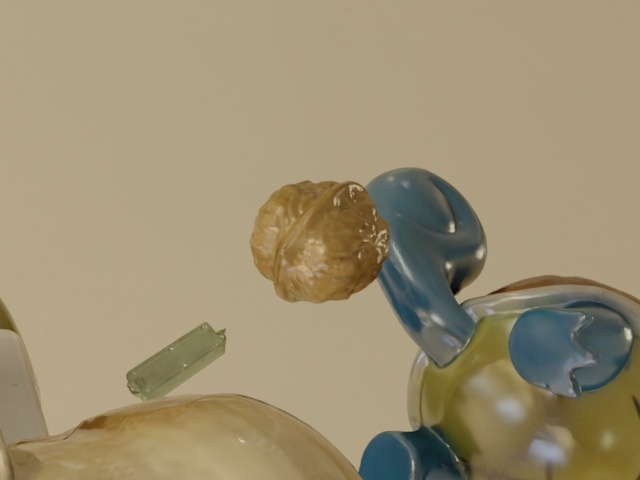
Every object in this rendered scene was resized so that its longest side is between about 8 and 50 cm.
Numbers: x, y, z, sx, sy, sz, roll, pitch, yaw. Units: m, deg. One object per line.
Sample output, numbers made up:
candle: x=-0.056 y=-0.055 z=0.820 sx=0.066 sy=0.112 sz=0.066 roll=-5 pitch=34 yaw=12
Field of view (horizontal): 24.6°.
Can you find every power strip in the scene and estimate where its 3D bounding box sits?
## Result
power strip: x=-0.101 y=0.087 z=1.057 sx=0.083 sy=0.017 sz=0.027 roll=-33 pitch=-118 yaw=-17

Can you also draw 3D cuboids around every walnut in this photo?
walnut: x=0.000 y=0.000 z=0.910 sx=0.079 sy=0.082 sz=0.096 roll=31 pitch=-157 yaw=22

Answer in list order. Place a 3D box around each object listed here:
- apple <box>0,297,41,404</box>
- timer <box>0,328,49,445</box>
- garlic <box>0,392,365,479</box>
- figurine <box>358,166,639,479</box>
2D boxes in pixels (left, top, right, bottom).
apple: x=-0.377 y=0.137 z=1.307 sx=0.279 sy=0.279 sz=0.279 roll=16 pitch=-129 yaw=-20
timer: x=-0.301 y=0.182 z=0.987 sx=0.195 sy=0.194 sz=0.192 roll=5 pitch=-138 yaw=-32
garlic: x=-0.037 y=0.154 z=0.481 sx=0.184 sy=0.281 sz=0.203 roll=-6 pitch=-100 yaw=-26
figurine: x=0.169 y=0.129 z=1.035 sx=0.416 sy=0.298 sz=0.243 roll=39 pitch=-155 yaw=-6
